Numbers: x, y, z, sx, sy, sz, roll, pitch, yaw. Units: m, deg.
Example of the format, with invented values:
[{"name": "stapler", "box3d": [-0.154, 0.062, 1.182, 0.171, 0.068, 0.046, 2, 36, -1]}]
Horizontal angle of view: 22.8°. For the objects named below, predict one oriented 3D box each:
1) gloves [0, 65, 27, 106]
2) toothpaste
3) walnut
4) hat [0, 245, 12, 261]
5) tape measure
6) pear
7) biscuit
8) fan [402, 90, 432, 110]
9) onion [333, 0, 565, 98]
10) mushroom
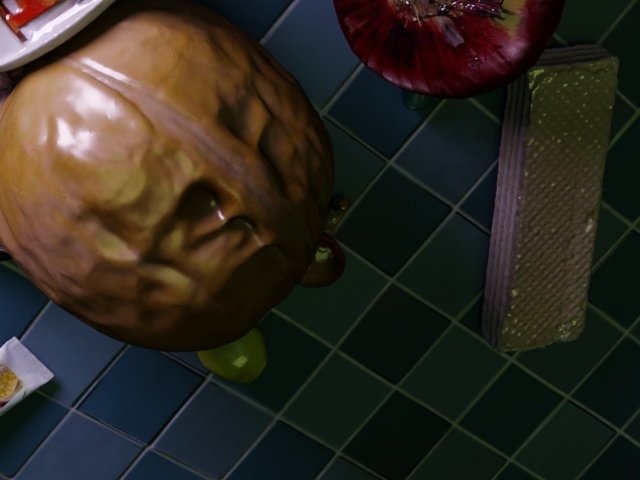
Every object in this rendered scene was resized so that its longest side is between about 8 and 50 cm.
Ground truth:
[{"name": "gloves", "box3d": [-0.383, -0.174, 1.731, 0.144, 0.094, 0.110, 8, 125, -47]}, {"name": "toothpaste", "box3d": [-0.473, 0.243, 1.962, 0.314, 0.056, 0.058, -40, 165, -1]}, {"name": "walnut", "box3d": [-0.163, -0.068, 1.688, 0.398, 0.308, 0.354, 38, 81, -35]}, {"name": "hat", "box3d": [-0.386, -0.004, 1.842, 0.121, 0.121, 0.050, 16, 75, -29]}, {"name": "tape measure", "box3d": [-0.287, -0.285, 1.604, 0.265, 0.258, 0.130, -34, 119, 1]}, {"name": "pear", "box3d": [-0.113, 0.134, 2.019, 0.097, 0.092, 0.092, 39, 100, -16]}, {"name": "biscuit", "box3d": [0.300, -0.048, 2.086, 0.144, 0.078, 0.426, -7, 121, -19]}, {"name": "fan", "box3d": [0.120, -0.231, 1.933, 0.082, 0.039, 0.155, -7, 120, -20]}, {"name": "onion", "box3d": [0.155, -0.297, 1.795, 0.273, 0.285, 0.273, 9, 111, 23]}, {"name": "mushroom", "box3d": [-0.002, 0.003, 1.999, 0.088, 0.073, 0.130, 27, 104, 3]}]
